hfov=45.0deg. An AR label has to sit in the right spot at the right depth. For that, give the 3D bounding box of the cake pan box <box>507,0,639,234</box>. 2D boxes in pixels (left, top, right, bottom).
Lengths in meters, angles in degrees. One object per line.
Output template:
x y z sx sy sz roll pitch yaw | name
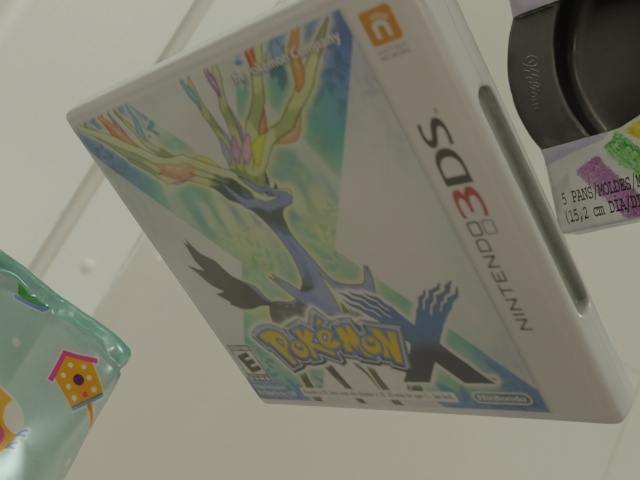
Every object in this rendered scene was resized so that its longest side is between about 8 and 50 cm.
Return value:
0.274 -0.147 0.559 0.267 0.246 0.070 -13 -8 29 | cake pan box

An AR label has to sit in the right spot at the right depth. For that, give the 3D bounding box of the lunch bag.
-0.269 0.134 0.441 0.262 0.223 0.160 -23 -59 39 | lunch bag

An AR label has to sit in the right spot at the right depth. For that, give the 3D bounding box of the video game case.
0.000 0.000 0.522 0.329 0.036 0.300 -9 -60 45 | video game case
